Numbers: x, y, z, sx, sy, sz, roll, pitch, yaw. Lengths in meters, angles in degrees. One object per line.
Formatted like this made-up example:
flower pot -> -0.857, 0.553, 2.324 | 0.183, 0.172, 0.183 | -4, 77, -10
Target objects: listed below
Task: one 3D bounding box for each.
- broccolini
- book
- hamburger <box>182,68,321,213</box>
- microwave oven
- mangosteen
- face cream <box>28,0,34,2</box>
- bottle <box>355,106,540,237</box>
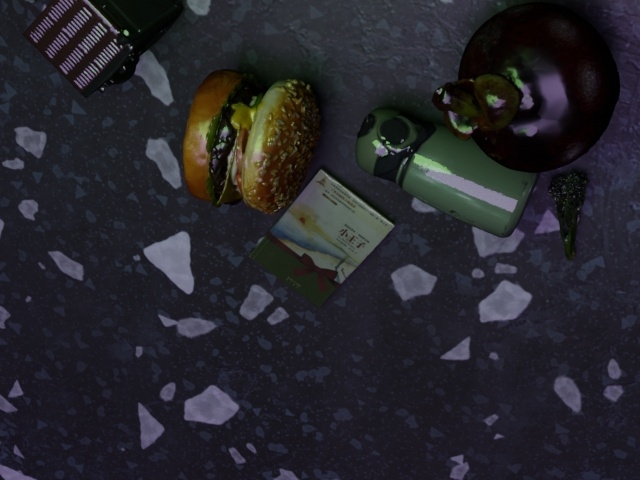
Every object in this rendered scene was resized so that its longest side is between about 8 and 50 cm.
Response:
broccolini -> 0.487, -0.049, 2.007 | 0.074, 0.058, 0.201 | 13, 138, 26
book -> 0.000, 0.000, 2.180 | 0.201, 0.026, 0.289 | 37, 123, -4
hamburger -> -0.125, -0.189, 1.970 | 0.225, 0.291, 0.290 | 16, 122, 14
microwave oven -> -0.400, -0.413, 1.943 | 0.188, 0.247, 0.178 | 45, 124, -9
mangosteen -> 0.366, -0.258, 1.769 | 0.297, 0.293, 0.297 | 10, 115, 21
face cream -> -0.594, -0.616, 1.984 | 0.143, 0.089, 0.314 | 28, 130, -1
bottle -> 0.234, -0.140, 1.951 | 0.347, 0.168, 0.168 | 23, 122, 5
